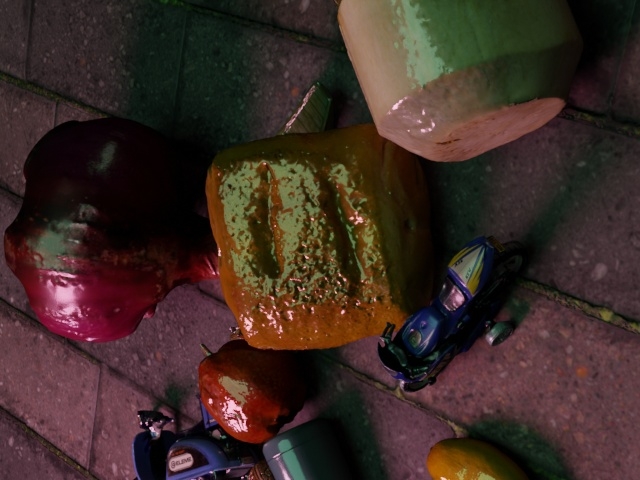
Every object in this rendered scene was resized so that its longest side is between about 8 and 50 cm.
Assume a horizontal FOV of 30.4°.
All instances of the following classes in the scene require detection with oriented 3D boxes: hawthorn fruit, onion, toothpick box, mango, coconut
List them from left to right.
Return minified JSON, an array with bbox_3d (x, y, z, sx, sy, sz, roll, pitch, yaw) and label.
[{"bbox_3d":[-0.308,-0.005,2.020,0.420,0.398,0.398,12,105,16],"label":"onion"},{"bbox_3d":[-0.112,0.245,1.955,0.179,0.173,0.173,13,104,32],"label":"hawthorn fruit"},{"bbox_3d":[-0.006,0.391,1.908,0.120,0.120,0.184,-36,74,40],"label":"toothpick box"},{"bbox_3d":[0.174,-0.270,1.541,0.323,0.323,0.322,7,99,43],"label":"coconut"},{"bbox_3d":[0.231,0.341,1.697,0.190,0.075,0.098,22,105,42],"label":"mango"}]

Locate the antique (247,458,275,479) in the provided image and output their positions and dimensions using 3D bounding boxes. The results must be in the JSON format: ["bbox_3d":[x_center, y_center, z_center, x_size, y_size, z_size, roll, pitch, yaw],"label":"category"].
[{"bbox_3d":[-0.076,0.415,1.990,0.104,0.104,0.104,7,99,43],"label":"antique"}]

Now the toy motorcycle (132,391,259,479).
[{"bbox_3d":[-0.243,0.383,2.139,0.359,0.125,0.212,-27,68,40],"label":"toy motorcycle"}]

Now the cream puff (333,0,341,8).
[{"bbox_3d":[0.094,-0.387,1.717,0.165,0.115,0.150,44,130,20],"label":"cream puff"}]

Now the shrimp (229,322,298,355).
[{"bbox_3d":[-0.097,0.159,2.017,0.184,0.043,0.091,-5,95,43],"label":"shrimp"}]

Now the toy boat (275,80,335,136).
[{"bbox_3d":[-0.046,-0.137,1.924,0.093,0.055,0.293,54,128,26],"label":"toy boat"}]

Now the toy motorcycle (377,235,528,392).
[{"bbox_3d":[0.177,0.114,1.660,0.113,0.169,0.315,51,126,29],"label":"toy motorcycle"}]

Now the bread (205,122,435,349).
[{"bbox_3d":[-0.002,0.000,1.749,0.337,0.148,0.327,-6,91,14],"label":"bread"}]
